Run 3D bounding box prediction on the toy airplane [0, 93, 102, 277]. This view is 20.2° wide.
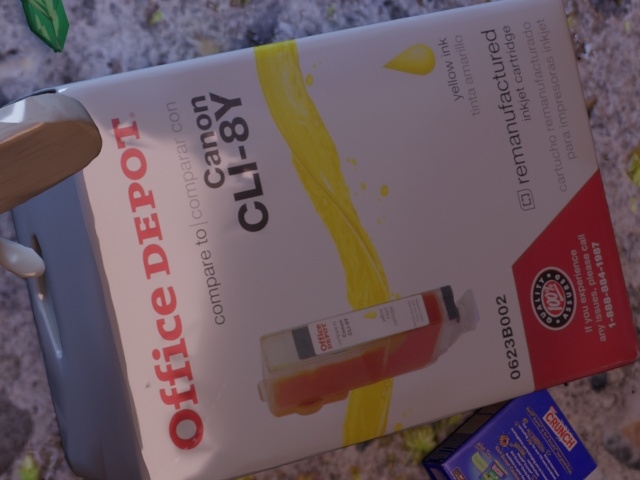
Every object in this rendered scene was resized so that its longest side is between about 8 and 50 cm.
[{"bbox_3d":[-0.358,0.048,1.038,0.386,0.272,0.384,11,116,-37],"label":"toy airplane"}]

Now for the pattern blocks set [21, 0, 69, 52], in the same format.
[{"bbox_3d":[-0.330,-0.167,1.189,0.325,0.026,0.285,-8,91,-24],"label":"pattern blocks set"}]

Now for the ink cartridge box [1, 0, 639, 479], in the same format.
[{"bbox_3d":[0.000,0.000,1.257,0.385,0.160,0.279,-14,93,-23],"label":"ink cartridge box"}]

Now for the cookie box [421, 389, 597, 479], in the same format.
[{"bbox_3d":[0.146,0.172,1.381,0.107,0.040,0.092,-39,103,-20],"label":"cookie box"}]
